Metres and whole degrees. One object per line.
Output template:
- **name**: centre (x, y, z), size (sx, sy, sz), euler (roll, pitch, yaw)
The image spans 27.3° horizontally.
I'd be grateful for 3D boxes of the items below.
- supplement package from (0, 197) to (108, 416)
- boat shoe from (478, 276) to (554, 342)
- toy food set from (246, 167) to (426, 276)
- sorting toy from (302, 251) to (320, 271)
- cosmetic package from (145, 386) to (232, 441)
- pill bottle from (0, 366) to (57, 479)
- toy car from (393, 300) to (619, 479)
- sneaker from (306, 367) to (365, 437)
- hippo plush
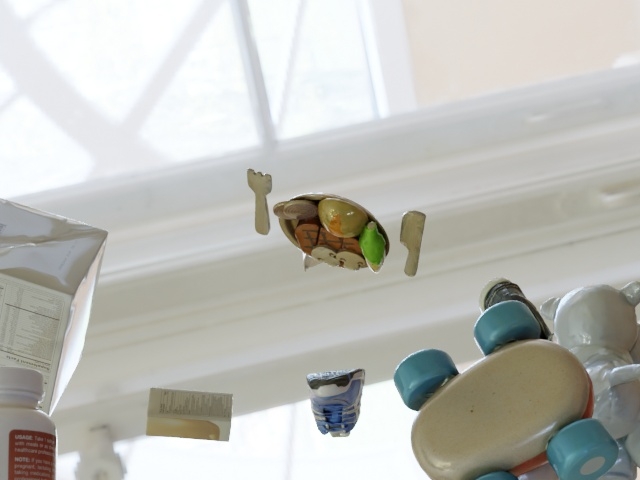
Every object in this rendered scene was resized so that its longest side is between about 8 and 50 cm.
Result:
- **supplement package**: centre (-0.479, 0.110, 2.102), size (0.199, 0.198, 0.262), euler (-74, 2, -59)
- **boat shoe**: centre (0.336, 0.167, 2.116), size (0.079, 0.095, 0.254), euler (47, 165, 57)
- **toy food set**: centre (0.011, -0.005, 1.383), size (0.132, 0.192, 0.038), euler (89, -160, -55)
- **sorting toy**: centre (0.000, 0.000, 2.112), size (0.075, 0.083, 0.045), euler (-102, -14, -57)
- **cosmetic package**: centre (-0.178, 0.236, 1.788), size (0.060, 0.115, 0.041), euler (-90, 7, -55)
- **pill bottle**: centre (-0.342, 0.250, 1.407), size (0.121, 0.121, 0.216), euler (99, 169, -71)
- **toy car**: centre (0.230, 0.234, 1.504), size (0.238, 0.210, 0.219), euler (53, -174, -49)
- **sneaker**: centre (0.026, 0.218, 1.775), size (0.211, 0.080, 0.081), euler (62, -156, -75)
- **hippo plush**: centre (0.348, 0.181, 1.785), size (0.294, 0.234, 0.236), euler (53, -153, -44)
